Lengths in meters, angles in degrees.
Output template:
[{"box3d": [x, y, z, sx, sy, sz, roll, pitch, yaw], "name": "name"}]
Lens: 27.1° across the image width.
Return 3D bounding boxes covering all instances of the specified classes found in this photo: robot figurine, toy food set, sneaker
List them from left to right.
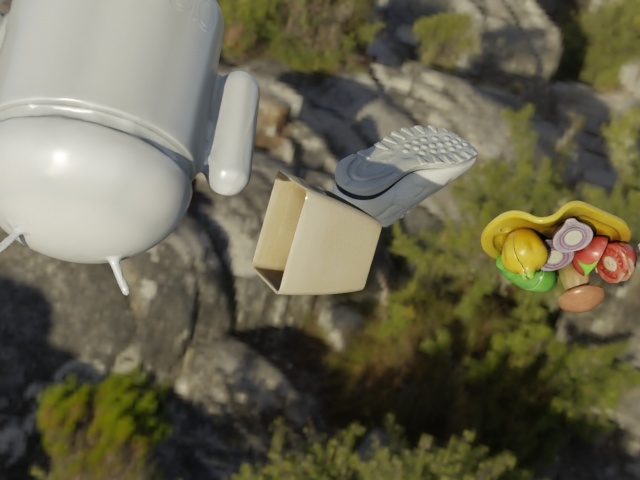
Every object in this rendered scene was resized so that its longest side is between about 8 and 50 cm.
[{"box3d": [-0.203, -0.130, 1.223, 0.299, 0.200, 0.354, 12, 67, -9], "name": "robot figurine"}, {"box3d": [0.102, -0.075, 1.672, 0.235, 0.095, 0.090, -20, 43, -35], "name": "sneaker"}, {"box3d": [0.269, 0.028, 1.410, 0.218, 0.128, 0.071, 18, 53, -38], "name": "toy food set"}]

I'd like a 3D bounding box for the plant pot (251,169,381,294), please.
[{"box3d": [0.000, 0.000, 1.364, 0.096, 0.109, 0.109, 13, 9, -20], "name": "plant pot"}]
